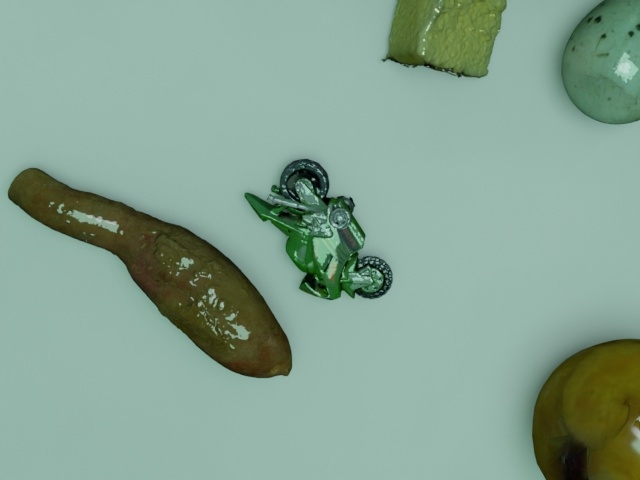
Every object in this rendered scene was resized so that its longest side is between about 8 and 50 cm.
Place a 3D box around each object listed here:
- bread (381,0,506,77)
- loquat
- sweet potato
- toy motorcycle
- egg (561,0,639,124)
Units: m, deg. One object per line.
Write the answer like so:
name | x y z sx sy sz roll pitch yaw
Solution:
bread | 0.151 -0.259 1.449 0.152 0.127 0.147 7 100 -21
loquat | 0.358 0.222 1.473 0.235 0.235 0.235 0 99 -2
sweet potato | -0.180 0.028 1.480 0.385 0.109 0.109 38 96 -2
toy motorcycle | 0.000 0.000 1.502 0.106 0.074 0.190 -32 99 12
egg | 0.343 -0.210 1.446 0.131 0.131 0.164 27 92 -6
